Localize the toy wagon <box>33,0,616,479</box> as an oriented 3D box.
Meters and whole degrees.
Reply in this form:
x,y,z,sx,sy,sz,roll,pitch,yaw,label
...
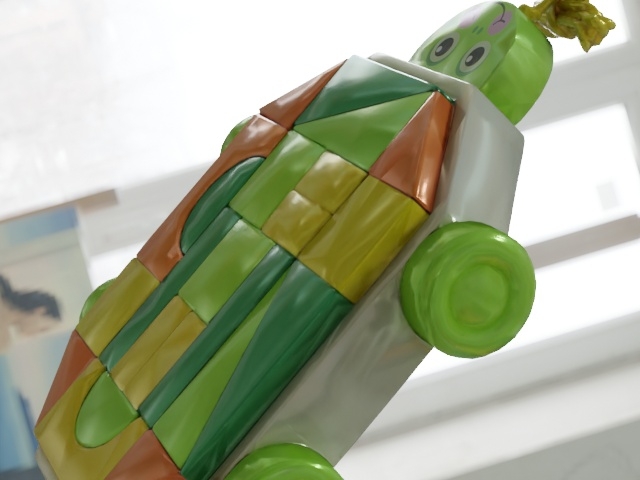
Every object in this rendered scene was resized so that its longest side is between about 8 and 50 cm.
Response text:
x,y,z,sx,sy,sz,roll,pitch,yaw,label
0.000,0.000,0.736,0.068,0.344,0.267,41,-2,-27,toy wagon
